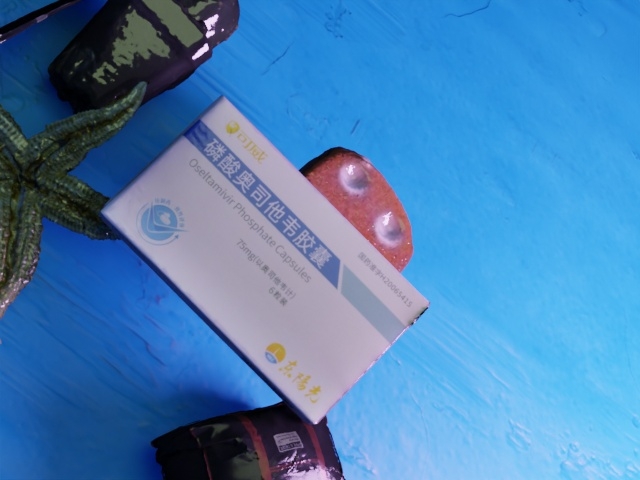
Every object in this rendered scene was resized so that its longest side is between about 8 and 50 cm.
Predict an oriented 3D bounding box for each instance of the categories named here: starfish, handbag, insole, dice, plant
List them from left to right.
[{"bbox_3d":[-0.346,-0.089,1.666,0.347,0.078,0.357,-27,87,-10],"label":"starfish"},{"bbox_3d":[-0.328,-0.268,1.706,0.012,0.110,0.309,70,25,-16],"label":"insole"},{"bbox_3d":[-0.215,-0.251,1.776,0.256,0.164,0.142,-41,97,-23],"label":"plant"},{"bbox_3d":[-0.074,0.280,1.670,0.215,0.155,0.169,-8,77,-40],"label":"handbag"},{"bbox_3d":[0.000,0.000,1.804,0.174,0.175,0.179,-40,95,-36],"label":"dice"}]

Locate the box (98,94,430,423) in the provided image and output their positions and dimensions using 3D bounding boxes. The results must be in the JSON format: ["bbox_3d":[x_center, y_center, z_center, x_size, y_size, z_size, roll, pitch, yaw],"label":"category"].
[{"bbox_3d":[-0.062,0.023,1.643,0.343,0.065,0.200,45,77,-2],"label":"box"}]
